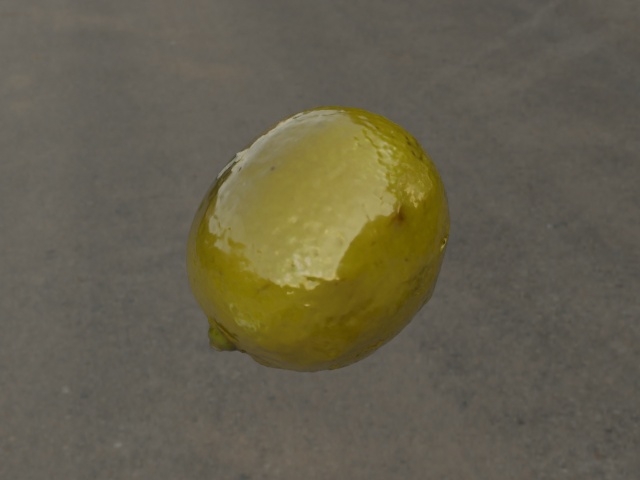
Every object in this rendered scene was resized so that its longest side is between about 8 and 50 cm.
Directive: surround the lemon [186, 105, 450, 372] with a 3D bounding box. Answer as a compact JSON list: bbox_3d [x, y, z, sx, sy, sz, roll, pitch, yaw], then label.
[{"bbox_3d":[0.002,-0.002,1.013,0.260,0.260,0.284,20,44,36],"label":"lemon"}]
